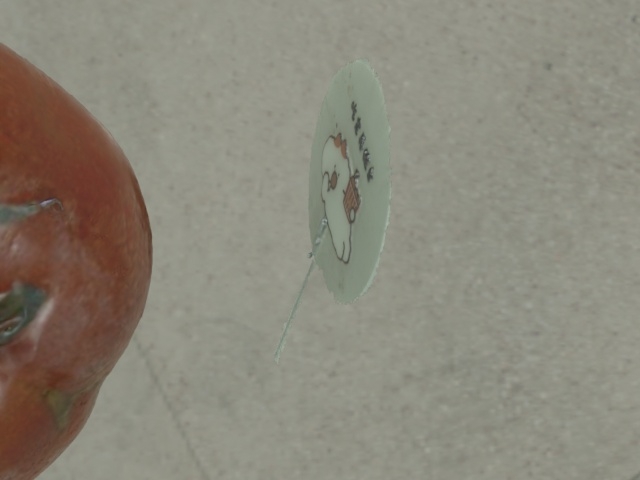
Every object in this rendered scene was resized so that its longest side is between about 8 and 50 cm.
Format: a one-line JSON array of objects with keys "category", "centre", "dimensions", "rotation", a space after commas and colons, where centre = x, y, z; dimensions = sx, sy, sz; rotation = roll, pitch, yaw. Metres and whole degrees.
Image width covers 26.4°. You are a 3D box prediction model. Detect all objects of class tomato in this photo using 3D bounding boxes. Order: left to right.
[{"category": "tomato", "centre": [-0.171, 0.027, 0.577], "dimensions": [0.095, 0.236, 0.237], "rotation": [34, 108, 50]}]

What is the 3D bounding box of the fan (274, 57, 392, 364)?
[{"category": "fan", "centre": [-0.001, 0.000, 1.097], "dimensions": [0.329, 0.009, 0.191], "rotation": [113, 151, -47]}]
